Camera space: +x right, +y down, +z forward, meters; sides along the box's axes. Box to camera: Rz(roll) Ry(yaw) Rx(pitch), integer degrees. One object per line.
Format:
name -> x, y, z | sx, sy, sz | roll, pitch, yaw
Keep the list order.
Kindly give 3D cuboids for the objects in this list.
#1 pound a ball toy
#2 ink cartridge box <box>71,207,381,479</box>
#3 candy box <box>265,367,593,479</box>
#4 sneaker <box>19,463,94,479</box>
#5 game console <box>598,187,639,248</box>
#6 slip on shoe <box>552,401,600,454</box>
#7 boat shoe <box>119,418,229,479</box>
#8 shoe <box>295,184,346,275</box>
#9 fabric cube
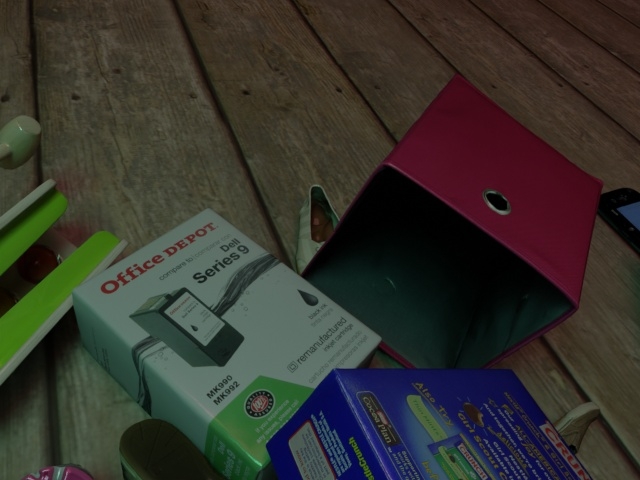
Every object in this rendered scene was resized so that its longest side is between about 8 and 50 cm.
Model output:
pound a ball toy -> -0.385, 0.027, 0.615 | 0.208, 0.136, 0.319 | 44, 40, -17
ink cartridge box -> -0.112, 0.119, 0.628 | 0.289, 0.121, 0.211 | 35, 48, 19
candy box -> 0.144, 0.255, 0.478 | 0.317, 0.122, 0.268 | 13, 35, -43
sneaker -> -0.285, 0.284, 0.442 | 0.252, 0.111, 0.103 | -33, 86, -16
game console -> 0.649, 0.031, 0.981 | 0.213, 0.044, 0.361 | -9, 49, -23
slip on shoe -> 0.304, 0.247, 0.664 | 0.135, 0.051, 0.041 | -17, 47, -25
boat shoe -> -0.118, 0.270, 0.512 | 0.224, 0.073, 0.080 | 38, 38, 26
shoe -> 0.000, 0.000, 0.823 | 0.077, 0.058, 0.219 | 3, 45, -13
fabric cube -> 0.172, -0.010, 0.705 | 0.254, 0.259, 0.258 | 38, 47, 2
